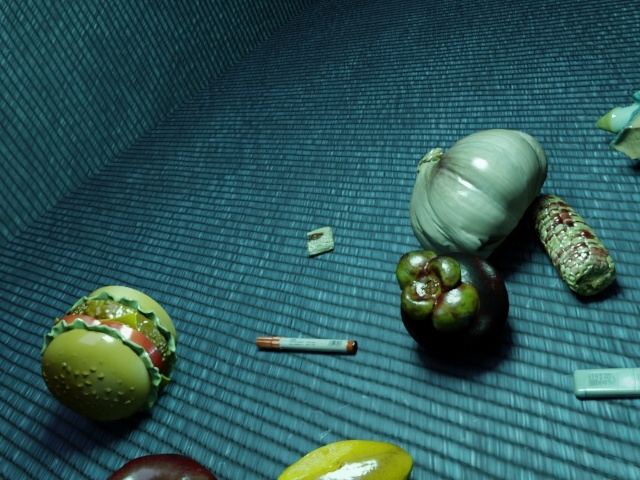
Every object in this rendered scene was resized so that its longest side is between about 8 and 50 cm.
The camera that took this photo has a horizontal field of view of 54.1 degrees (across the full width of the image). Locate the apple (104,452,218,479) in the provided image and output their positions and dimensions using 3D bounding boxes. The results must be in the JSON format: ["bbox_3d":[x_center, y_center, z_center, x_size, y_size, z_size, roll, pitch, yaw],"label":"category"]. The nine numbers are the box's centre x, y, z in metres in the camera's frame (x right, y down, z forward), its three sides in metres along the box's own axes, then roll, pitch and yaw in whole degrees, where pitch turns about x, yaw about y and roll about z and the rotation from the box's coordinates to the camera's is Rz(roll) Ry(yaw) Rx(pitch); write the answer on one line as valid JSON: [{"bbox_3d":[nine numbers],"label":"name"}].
[{"bbox_3d":[-0.245,0.444,0.963,0.234,0.234,0.234,-17,34,12],"label":"apple"}]

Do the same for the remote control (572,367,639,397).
[{"bbox_3d":[0.465,0.224,0.992,0.125,0.017,0.053,-8,35,23],"label":"remote control"}]

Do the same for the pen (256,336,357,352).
[{"bbox_3d":[-0.032,0.217,1.313,0.239,0.028,0.028,-3,39,30],"label":"pen"}]

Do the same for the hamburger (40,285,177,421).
[{"bbox_3d":[-0.449,0.252,1.316,0.275,0.274,0.212,-10,29,21],"label":"hamburger"}]

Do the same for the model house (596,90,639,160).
[{"bbox_3d":[0.748,-0.234,1.336,0.267,0.194,0.325,-44,24,-20],"label":"model house"}]

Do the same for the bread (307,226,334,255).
[{"bbox_3d":[0.000,0.000,1.589,0.070,0.035,0.083,-15,31,12],"label":"bread"}]

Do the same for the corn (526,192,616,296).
[{"bbox_3d":[0.481,-0.003,1.231,0.098,0.098,0.289,-19,30,9],"label":"corn"}]

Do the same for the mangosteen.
[{"bbox_3d":[0.237,0.111,1.133,0.210,0.209,0.209,-17,34,12],"label":"mangosteen"}]

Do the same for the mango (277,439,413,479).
[{"bbox_3d":[0.042,0.380,0.981,0.217,0.102,0.141,-20,10,2],"label":"mango"}]

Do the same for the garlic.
[{"bbox_3d":[0.328,-0.099,1.305,0.322,0.241,0.322,-45,17,18],"label":"garlic"}]
